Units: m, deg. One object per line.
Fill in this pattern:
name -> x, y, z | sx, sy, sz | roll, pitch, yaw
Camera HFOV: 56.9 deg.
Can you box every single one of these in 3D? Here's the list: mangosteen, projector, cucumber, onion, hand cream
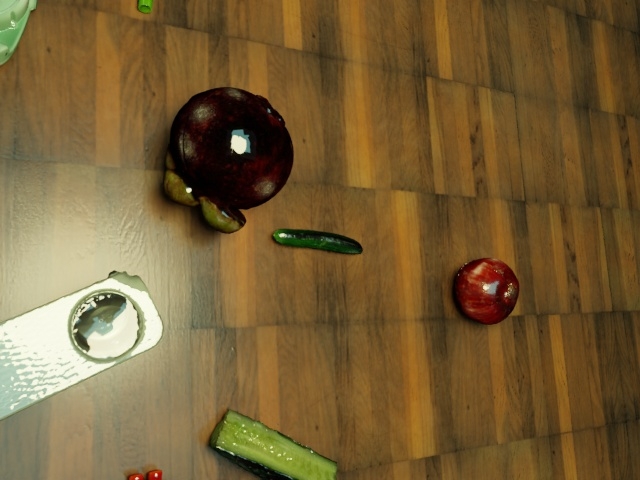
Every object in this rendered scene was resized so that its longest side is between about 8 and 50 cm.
mangosteen -> -0.140, -0.130, 0.892 | 0.210, 0.210, 0.209 | 5, 79, -27
projector -> -0.342, 0.131, 0.727 | 0.251, 0.198, 0.108 | -24, 93, -29
cucumber -> 0.000, 0.000, 1.028 | 0.184, 0.033, 0.036 | 7, 60, -29
cucumber -> -0.076, 0.343, 0.916 | 0.211, 0.062, 0.078 | 30, 35, -14
onion -> 0.317, 0.095, 1.129 | 0.131, 0.131, 0.131 | 5, 79, -27
hand cream -> -0.281, -0.430, 0.957 | 0.036, 0.023, 0.121 | 3, 78, -16

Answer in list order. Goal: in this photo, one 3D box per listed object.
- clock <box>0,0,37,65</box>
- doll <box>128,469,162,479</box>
clock -> -0.479, -0.359, 0.817 | 0.159, 0.066, 0.210 | 25, 70, -23
doll -> -0.235, 0.422, 0.814 | 0.104, 0.062, 0.194 | 3, 71, -43
